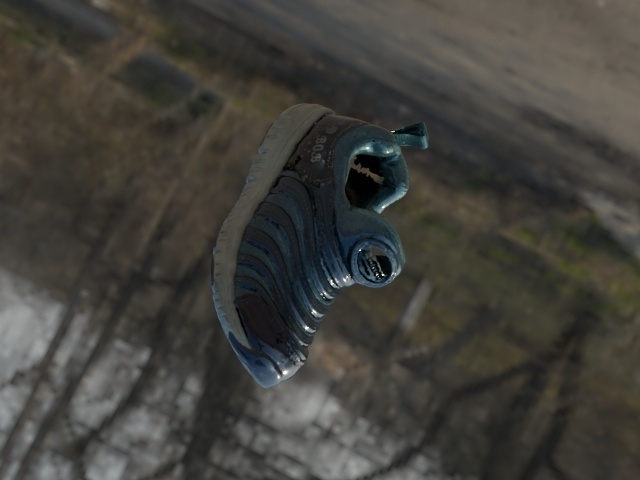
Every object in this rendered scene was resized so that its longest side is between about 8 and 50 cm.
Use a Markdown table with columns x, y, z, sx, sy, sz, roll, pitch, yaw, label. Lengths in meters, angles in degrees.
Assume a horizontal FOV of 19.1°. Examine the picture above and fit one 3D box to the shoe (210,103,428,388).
| x | y | z | sx | sy | sz | roll | pitch | yaw | label |
| --- | --- | --- | --- | --- | --- | --- | --- | --- | --- |
| 0.000 | 0.000 | 1.202 | 0.106 | 0.207 | 0.091 | 5 | 145 | 28 | shoe |
